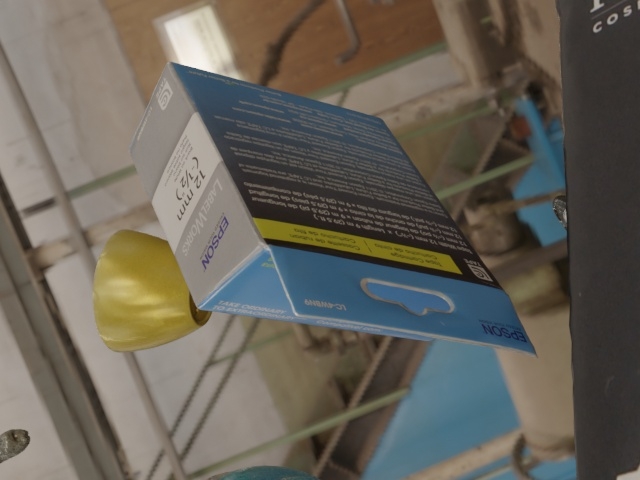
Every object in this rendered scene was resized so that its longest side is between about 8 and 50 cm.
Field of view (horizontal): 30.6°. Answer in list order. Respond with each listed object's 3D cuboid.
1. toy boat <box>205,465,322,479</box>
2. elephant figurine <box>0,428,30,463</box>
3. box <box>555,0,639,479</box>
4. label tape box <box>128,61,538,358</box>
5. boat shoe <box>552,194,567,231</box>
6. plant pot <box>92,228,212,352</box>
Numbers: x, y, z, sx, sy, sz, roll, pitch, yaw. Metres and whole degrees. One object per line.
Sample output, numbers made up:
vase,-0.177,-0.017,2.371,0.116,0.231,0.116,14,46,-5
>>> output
toy boat,-0.027,0.270,0.841,0.318,0.148,0.267,12,-142,-56
elephant figurine,-0.535,0.377,1.670,0.186,0.239,0.169,8,120,43
box,0.379,0.027,0.495,0.297,0.480,0.471,35,-134,-34
label tape box,0.000,0.000,1.025,0.115,0.249,0.347,-59,38,28
boat shoe,0.374,-0.031,1.704,0.040,0.049,0.142,34,177,32
plant pot,-0.169,0.056,1.258,0.134,0.095,0.134,2,-90,-72
